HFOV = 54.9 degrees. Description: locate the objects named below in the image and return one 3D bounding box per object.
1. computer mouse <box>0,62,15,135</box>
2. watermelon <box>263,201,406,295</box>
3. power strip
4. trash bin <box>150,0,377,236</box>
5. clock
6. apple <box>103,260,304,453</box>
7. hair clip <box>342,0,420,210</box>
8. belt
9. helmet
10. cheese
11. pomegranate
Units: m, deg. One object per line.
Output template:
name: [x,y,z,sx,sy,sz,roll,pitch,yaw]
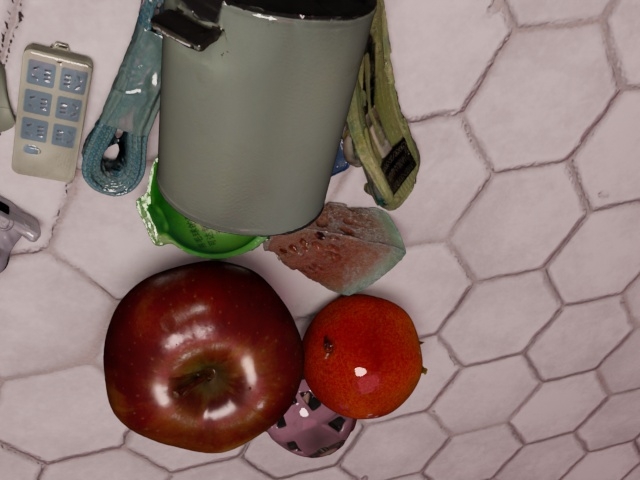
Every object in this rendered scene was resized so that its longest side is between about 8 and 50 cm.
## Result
computer mouse: [-0.420,-0.178,0.775,0.055,0.032,0.110,-6,127,-13]
watermelon: [0.000,0.000,1.021,0.241,0.095,0.154,20,127,-28]
power strip: [-0.353,-0.163,0.807,0.081,0.035,0.192,9,121,-24]
trash bin: [-0.073,-0.170,0.700,0.277,0.217,0.263,-35,150,-45]
clock: [-0.487,-0.017,0.829,0.117,0.080,0.176,-49,126,2]
apple: [-0.169,0.165,0.925,0.288,0.317,0.288,-1,94,-9]
hair clip: [0.061,-0.194,0.884,0.091,0.138,0.321,8,135,30]
belt: [-0.231,-0.192,0.803,0.087,0.072,0.302,21,119,-25]
helmet: [-0.014,0.355,1.230,0.198,0.154,0.253,-30,124,3]
cheese: [-0.107,-0.088,0.903,0.320,0.083,0.204,-25,109,-15]
pomegranate: [0.086,0.211,1.112,0.256,0.221,0.221,17,119,-36]
